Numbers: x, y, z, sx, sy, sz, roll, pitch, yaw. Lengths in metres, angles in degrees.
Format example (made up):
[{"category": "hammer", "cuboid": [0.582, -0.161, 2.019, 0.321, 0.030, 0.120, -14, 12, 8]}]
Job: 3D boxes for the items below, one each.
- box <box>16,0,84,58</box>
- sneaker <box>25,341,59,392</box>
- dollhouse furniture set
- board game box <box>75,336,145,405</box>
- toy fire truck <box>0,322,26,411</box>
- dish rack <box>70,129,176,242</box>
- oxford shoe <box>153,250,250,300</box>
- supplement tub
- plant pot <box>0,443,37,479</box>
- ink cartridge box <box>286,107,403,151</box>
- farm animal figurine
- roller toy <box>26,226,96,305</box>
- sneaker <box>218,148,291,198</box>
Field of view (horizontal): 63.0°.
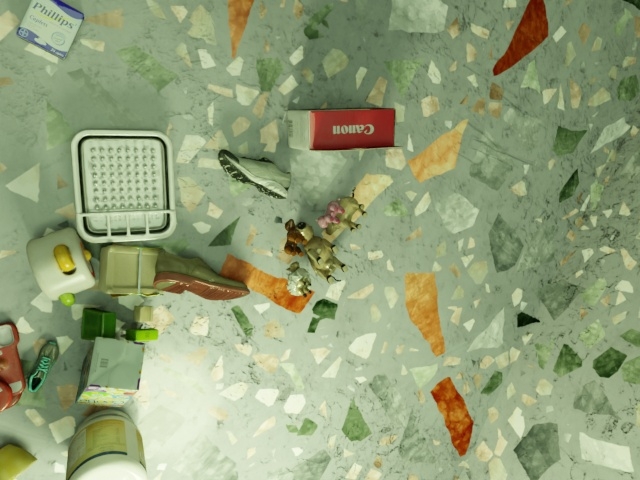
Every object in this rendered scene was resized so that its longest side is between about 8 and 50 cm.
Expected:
[{"category": "box", "cuboid": [-0.730, -0.583, 1.417, 0.126, 0.072, 0.137, 25, 92, -27]}, {"category": "sneaker", "cuboid": [-0.855, 0.395, 1.612, 0.065, 0.076, 0.167, 22, 94, -27]}, {"category": "dollhouse furniture set", "cuboid": [-0.623, 0.164, 1.660, 0.197, 0.151, 0.302, 7, 83, -45]}, {"category": "board game box", "cuboid": [-0.639, 0.406, 1.583, 0.142, 0.275, 0.144, 14, 59, -26]}, {"category": "toy fire truck", "cuboid": [-1.024, 0.392, 1.511, 0.302, 0.169, 0.254, -13, 84, -20]}, {"category": "dish rack", "cuboid": [-0.591, -0.167, 1.584, 0.285, 0.072, 0.333, -4, 105, -21]}, {"category": "oxford shoe", "cuboid": [-0.377, 0.115, 1.720, 0.348, 0.123, 0.130, 21, 53, -43]}, {"category": "supplement tub", "cuboid": [-0.669, 0.696, 1.634, 0.228, 0.316, 0.228, -6, 105, -22]}, {"category": "plant pot", "cuboid": [-0.971, 0.694, 1.622, 0.134, 0.134, 0.095, -39, 90, -10]}, {"category": "ink cartridge box", "cuboid": [0.080, -0.366, 1.707, 0.309, 0.272, 0.130, -8, 106, -22]}, {"category": "farm animal figurine", "cuboid": [0.000, 0.000, 1.837, 0.330, 0.172, 0.327, -24, 124, -24]}, {"category": "roller toy", "cuboid": [-0.740, 0.062, 1.510, 0.146, 0.191, 0.209, -22, 139, -18]}, {"category": "sneaker", "cuboid": [-0.215, -0.234, 1.723, 0.271, 0.100, 0.108, 26, 78, -30]}]
